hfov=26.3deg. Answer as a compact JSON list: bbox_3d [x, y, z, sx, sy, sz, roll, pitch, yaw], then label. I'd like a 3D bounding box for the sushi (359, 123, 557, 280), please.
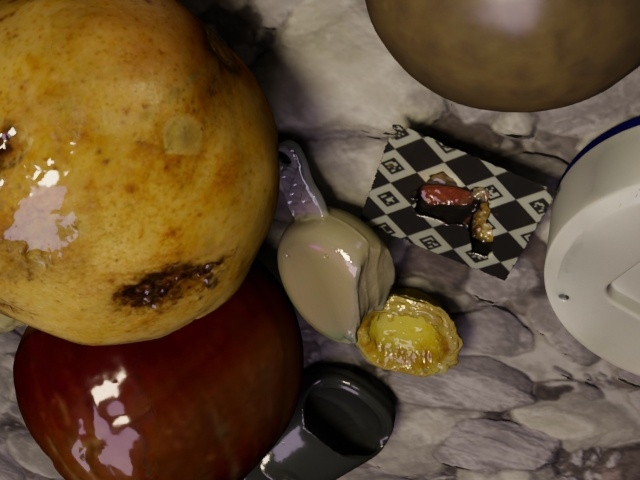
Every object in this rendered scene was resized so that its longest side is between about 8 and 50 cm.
[{"bbox_3d":[0.100,-0.034,1.013,0.126,0.026,0.120,22,143,1],"label":"sushi"}]

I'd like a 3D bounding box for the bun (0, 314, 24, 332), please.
[{"bbox_3d":[-0.305,0.017,1.126,0.220,0.134,0.220,4,148,2],"label":"bun"}]

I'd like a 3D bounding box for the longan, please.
[{"bbox_3d":[0.120,-0.151,0.776,0.204,0.159,0.185,-1,177,-42],"label":"longan"}]

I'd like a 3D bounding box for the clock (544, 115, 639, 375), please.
[{"bbox_3d":[0.275,0.013,0.962,0.230,0.083,0.230,9,139,8],"label":"clock"}]

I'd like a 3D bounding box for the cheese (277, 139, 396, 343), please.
[{"bbox_3d":[0.006,0.002,1.050,0.092,0.047,0.171,15,130,30],"label":"cheese"}]

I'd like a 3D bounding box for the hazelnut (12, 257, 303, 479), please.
[{"bbox_3d":[-0.121,0.107,1.096,0.229,0.229,0.229,10,140,9],"label":"hazelnut"}]

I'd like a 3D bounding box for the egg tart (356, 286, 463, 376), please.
[{"bbox_3d":[0.072,0.071,1.134,0.105,0.039,0.105,10,140,9],"label":"egg tart"}]

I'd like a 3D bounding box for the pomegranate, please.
[{"bbox_3d":[-0.155,-0.051,0.925,0.260,0.260,0.260,10,140,9],"label":"pomegranate"}]

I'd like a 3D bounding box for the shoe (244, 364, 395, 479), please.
[{"bbox_3d":[-0.027,0.200,1.282,0.108,0.093,0.241,38,138,-22],"label":"shoe"}]
